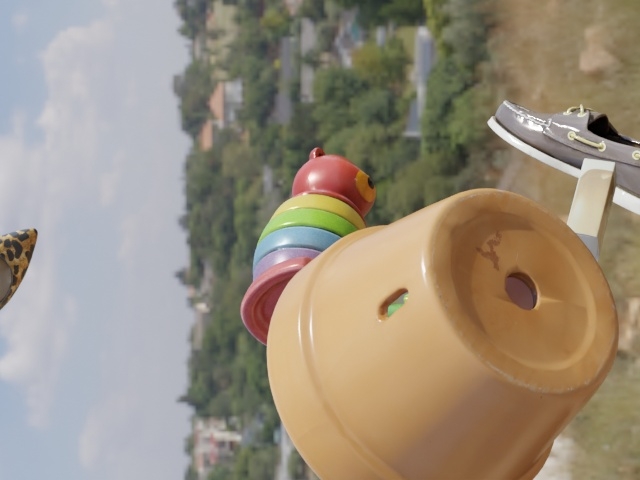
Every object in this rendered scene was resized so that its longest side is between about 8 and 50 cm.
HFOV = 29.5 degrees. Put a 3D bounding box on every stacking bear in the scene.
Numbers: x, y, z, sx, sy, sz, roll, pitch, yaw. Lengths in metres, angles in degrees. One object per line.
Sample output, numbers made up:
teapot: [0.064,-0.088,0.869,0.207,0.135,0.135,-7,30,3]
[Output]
stacking bear: [0.000,0.000,1.641,0.175,0.164,0.289,48,-142,-31]

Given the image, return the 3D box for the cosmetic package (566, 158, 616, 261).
cosmetic package: [0.335,-0.038,1.505,0.060,0.041,0.115,68,-144,-55]

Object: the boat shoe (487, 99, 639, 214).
boat shoe: [0.377,-0.130,1.678,0.324,0.116,0.097,34,113,36]

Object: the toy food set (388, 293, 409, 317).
toy food set: [0.043,0.114,1.335,0.071,0.218,0.128,61,-163,-19]

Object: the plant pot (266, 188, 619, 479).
plant pot: [0.124,0.089,1.081,0.203,0.291,0.291,-45,41,49]

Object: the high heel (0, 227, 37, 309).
high heel: [-0.487,0.072,1.751,0.093,0.261,0.186,48,159,-14]
